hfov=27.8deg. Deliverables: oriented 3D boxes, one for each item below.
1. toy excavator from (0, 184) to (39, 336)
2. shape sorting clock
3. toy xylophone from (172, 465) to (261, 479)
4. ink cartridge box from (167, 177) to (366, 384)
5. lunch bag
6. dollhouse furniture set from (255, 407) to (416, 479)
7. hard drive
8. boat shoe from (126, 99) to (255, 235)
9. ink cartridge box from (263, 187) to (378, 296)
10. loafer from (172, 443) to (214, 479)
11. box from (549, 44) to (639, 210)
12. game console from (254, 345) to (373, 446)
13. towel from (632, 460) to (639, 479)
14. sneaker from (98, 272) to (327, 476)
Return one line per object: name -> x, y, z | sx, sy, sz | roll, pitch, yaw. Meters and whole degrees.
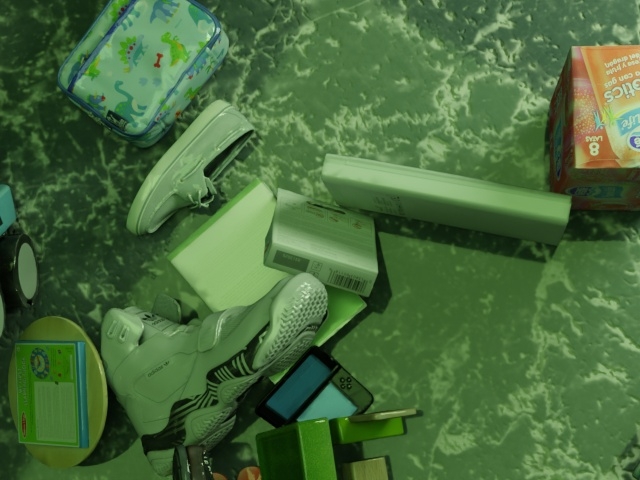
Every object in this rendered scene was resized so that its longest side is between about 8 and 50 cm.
toy excavator -> -0.532, -0.108, 1.750 | 0.222, 0.433, 0.445 | -5, 109, 6
shape sorting clock -> -0.356, 0.205, 1.753 | 0.206, 0.040, 0.206 | 1, 92, 36
toy xylophone -> -0.182, 0.427, 1.720 | 0.323, 0.081, 0.236 | -6, 82, 6
ink cartridge box -> -0.072, 0.056, 1.773 | 0.171, 0.056, 0.235 | -41, 81, 0
lunch bag -> -0.253, -0.255, 1.825 | 0.176, 0.090, 0.219 | 37, 87, 13
dollhouse furniture set -> 0.052, 0.369, 1.624 | 0.198, 0.151, 0.301 | -5, 81, -26
hard drive -> 0.165, -0.051, 1.684 | 0.308, 0.203, 0.040 | 10, 83, 8
boat shoe -> -0.177, -0.089, 1.794 | 0.081, 0.079, 0.227 | 36, 84, 15
ink cartridge box -> 0.000, 0.000, 1.712 | 0.145, 0.179, 0.045 | 17, 112, -7
loafer -> -0.124, 0.402, 1.634 | 0.095, 0.109, 0.302 | -8, 87, -14
box -> 0.369, -0.133, 1.622 | 0.142, 0.300, 0.154 | 0, 83, 5
game console -> -0.007, 0.220, 1.733 | 0.107, 0.071, 0.122 | 42, 89, 11
towel -> 0.599, 0.223, 1.589 | 0.271, 0.040, 0.370 | 36, 85, 9
sneaker -> -0.160, 0.127, 1.685 | 0.210, 0.137, 0.366 | 48, 119, 14
